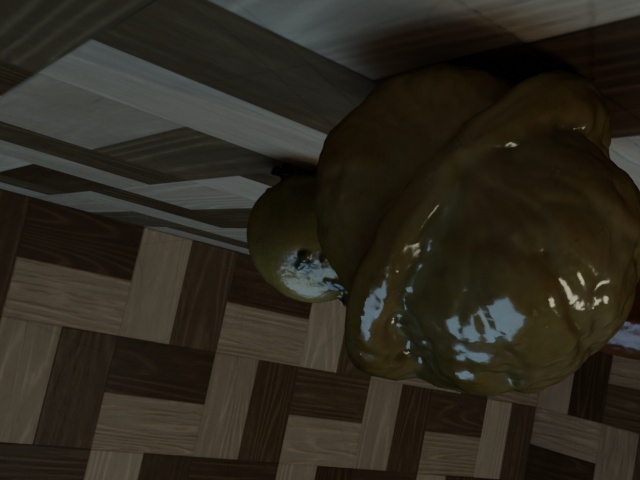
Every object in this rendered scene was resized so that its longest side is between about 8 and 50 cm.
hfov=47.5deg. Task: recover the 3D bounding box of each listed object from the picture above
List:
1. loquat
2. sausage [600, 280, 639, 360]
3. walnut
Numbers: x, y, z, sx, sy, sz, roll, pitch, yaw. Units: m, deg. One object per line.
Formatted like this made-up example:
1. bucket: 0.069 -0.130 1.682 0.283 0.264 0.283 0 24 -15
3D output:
1. loquat: 0.000 0.000 0.900 0.172 0.204 0.149 -17 156 -31
2. sausage: 0.383 0.061 0.818 0.268 0.153 0.141 7 172 29
3. walnut: 0.103 -0.005 0.503 0.224 0.257 0.257 44 -171 26
